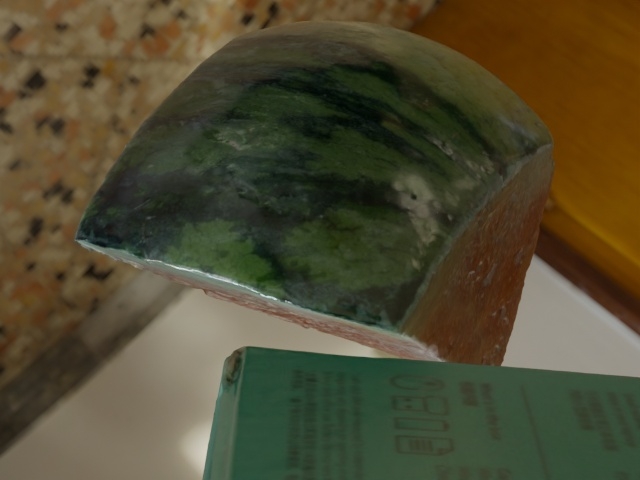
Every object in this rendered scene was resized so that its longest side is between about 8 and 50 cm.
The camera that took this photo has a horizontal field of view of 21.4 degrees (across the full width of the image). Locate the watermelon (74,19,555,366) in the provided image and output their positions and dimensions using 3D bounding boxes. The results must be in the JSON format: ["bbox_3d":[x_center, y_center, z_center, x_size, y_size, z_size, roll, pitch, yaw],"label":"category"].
[{"bbox_3d":[0.000,0.000,1.000,0.262,0.213,0.201,-42,140,-44],"label":"watermelon"}]

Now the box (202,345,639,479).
[{"bbox_3d":[0.117,0.126,0.444,0.311,0.205,0.118,4,109,-2],"label":"box"}]
